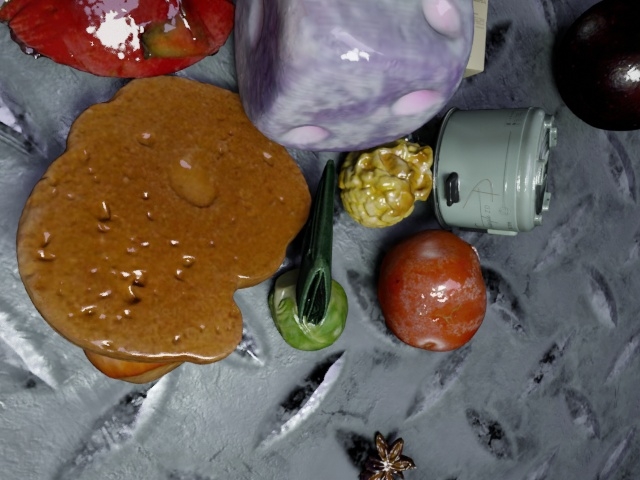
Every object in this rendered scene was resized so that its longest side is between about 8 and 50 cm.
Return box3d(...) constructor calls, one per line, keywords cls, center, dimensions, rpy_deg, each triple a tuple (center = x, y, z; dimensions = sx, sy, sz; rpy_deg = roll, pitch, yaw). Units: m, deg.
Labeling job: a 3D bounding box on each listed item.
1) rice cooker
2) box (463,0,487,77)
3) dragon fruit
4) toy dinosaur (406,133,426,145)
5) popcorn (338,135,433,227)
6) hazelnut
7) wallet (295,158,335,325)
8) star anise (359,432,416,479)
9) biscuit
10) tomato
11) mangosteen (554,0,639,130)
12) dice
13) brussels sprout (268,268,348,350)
box3d(cls="rice cooker", center=(0.313, -0.133, 0.845), dimensions=(0.280, 0.226, 0.242), rpy_deg=(-42, 130, -48))
box3d(cls="box", center=(0.204, -0.408, 0.837), dimensions=(0.211, 0.095, 0.168), rpy_deg=(-2, 100, -25))
box3d(cls="dragon fruit", center=(-0.296, -0.355, 0.595), dimensions=(0.343, 0.100, 0.282), rpy_deg=(36, 78, -22))
box3d(cls="toy dinosaur", center=(0.172, -0.199, 0.888), dimensions=(0.083, 0.030, 0.047), rpy_deg=(18, 89, -26))
box3d(cls="popcorn", center=(0.117, -0.108, 0.805), dimensions=(0.179, 0.170, 0.180), rpy_deg=(1, 58, -1))
box3d(cls="hazelnut", center=(-0.267, 0.122, 0.669), dimensions=(0.181, 0.182, 0.182), rpy_deg=(-4, 99, -24))
box3d(cls="wallet", center=(-0.003, 0.000, 0.719), dimensions=(0.055, 0.236, 0.160), rpy_deg=(7, 139, -4))
box3d(cls="star anise", center=(0.136, 0.514, 0.963), dimensions=(0.097, 0.070, 0.191), rpy_deg=(24, 89, 2))
box3d(cls="biscuit", center=(-0.202, -0.054, 0.635), dimensions=(0.349, 0.078, 0.456), rpy_deg=(37, 58, -13))
box3d(cls="tomato", center=(0.203, 0.089, 0.849), dimensions=(0.188, 0.232, 0.232), rpy_deg=(-2, 99, -8))
box3d(cls="mangosteen", center=(0.675, -0.378, 0.933), dimensions=(0.296, 0.313, 0.298), rpy_deg=(-7, 101, -35))
box3d(cls="dice", center=(0.034, -0.298, 0.645), dimensions=(0.270, 0.270, 0.271), rpy_deg=(-3, 79, -25))
box3d(cls="brussels sprout", center=(-0.017, 0.125, 0.804), dimensions=(0.154, 0.117, 0.155), rpy_deg=(-7, 107, -23))
